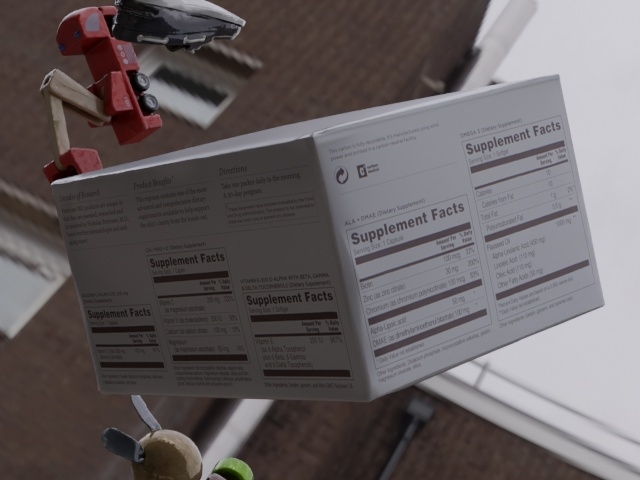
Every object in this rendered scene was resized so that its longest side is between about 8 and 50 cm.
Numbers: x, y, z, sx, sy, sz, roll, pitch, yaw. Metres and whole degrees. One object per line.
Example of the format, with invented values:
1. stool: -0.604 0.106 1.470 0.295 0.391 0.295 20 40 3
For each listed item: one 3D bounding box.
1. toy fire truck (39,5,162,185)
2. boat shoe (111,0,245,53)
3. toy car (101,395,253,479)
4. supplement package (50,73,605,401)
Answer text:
1. toy fire truck: -0.227 -0.137 1.440 0.047 0.135 0.192 -28 -99 41
2. boat shoe: -0.093 -0.142 0.971 0.046 0.125 0.038 23 -78 23
3. toy car: -0.189 0.276 1.714 0.149 0.155 0.188 -25 -72 25
4. supplement package: 0.000 0.000 0.901 0.262 0.204 0.145 -5 -80 49
